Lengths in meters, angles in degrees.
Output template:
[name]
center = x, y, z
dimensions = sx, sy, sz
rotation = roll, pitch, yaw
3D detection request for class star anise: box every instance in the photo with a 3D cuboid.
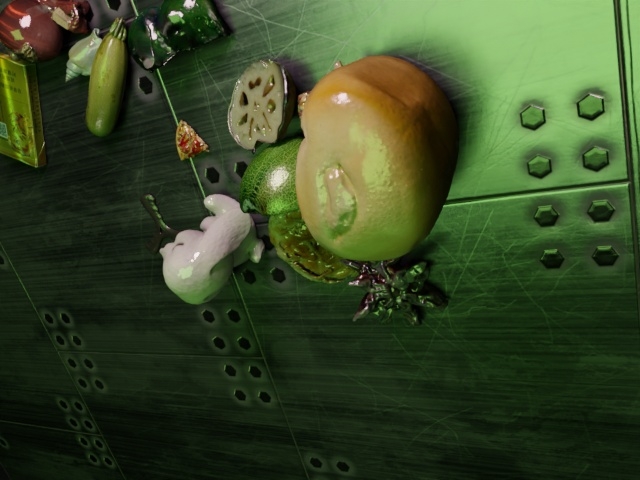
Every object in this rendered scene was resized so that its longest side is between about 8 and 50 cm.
[star anise]
center = 0.169, 0.111, 1.237
dimensions = 0.212, 0.129, 0.283
rotation = -20, 124, 18

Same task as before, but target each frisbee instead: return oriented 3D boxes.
[frisbee]
center = -0.469, -0.016, 1.560
dimensions = 0.211, 0.012, 0.187
rotation = 40, 127, 1

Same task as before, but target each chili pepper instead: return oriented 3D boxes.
[chili pepper]
center = -0.351, -0.476, 1.194
dimensions = 0.264, 0.116, 0.148
rotation = -14, 105, 31

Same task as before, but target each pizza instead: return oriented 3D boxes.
[pizza]
center = -0.345, -0.260, 1.359
dimensions = 0.100, 0.029, 0.099
rotation = -12, 109, 31

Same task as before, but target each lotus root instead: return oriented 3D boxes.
[lotus root]
center = -0.118, -0.296, 1.184
dimensions = 0.183, 0.078, 0.204
rotation = 32, 111, 36

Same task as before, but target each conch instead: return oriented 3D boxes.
[conch]
center = -0.606, -0.463, 1.360
dimensions = 0.180, 0.065, 0.088
rotation = -37, 94, 27

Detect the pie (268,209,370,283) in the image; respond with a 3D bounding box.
[pie]
center = 0.000, 0.000, 1.276
dimensions = 0.274, 0.055, 0.274
rotation = 8, 132, 9

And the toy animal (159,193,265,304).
[toy animal]
center = -0.281, 0.041, 1.342
dimensions = 0.206, 0.265, 0.272
rotation = 31, 123, 7

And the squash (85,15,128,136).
[squash]
center = -0.543, -0.404, 1.345
dimensions = 0.094, 0.094, 0.341
rotation = 34, 125, 7

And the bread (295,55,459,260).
[bread]
center = 0.117, -0.149, 0.971
dimensions = 0.252, 0.376, 0.348
rotation = 5, 116, 23

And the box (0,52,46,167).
[box]
center = -0.905, -0.386, 1.564
dimensions = 0.172, 0.043, 0.311
rotation = 20, 122, 16

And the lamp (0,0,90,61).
[lamp]
center = -0.708, -0.534, 1.322
dimensions = 0.215, 0.151, 0.223
rotation = 35, 124, 1

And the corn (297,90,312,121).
[corn]
center = 0.005, -0.215, 1.177
dimensions = 0.079, 0.079, 0.237
rotation = -1, 115, 27

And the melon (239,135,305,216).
[melon]
center = -0.102, -0.141, 1.165
dimensions = 0.265, 0.169, 0.129
rotation = 9, 125, 49
